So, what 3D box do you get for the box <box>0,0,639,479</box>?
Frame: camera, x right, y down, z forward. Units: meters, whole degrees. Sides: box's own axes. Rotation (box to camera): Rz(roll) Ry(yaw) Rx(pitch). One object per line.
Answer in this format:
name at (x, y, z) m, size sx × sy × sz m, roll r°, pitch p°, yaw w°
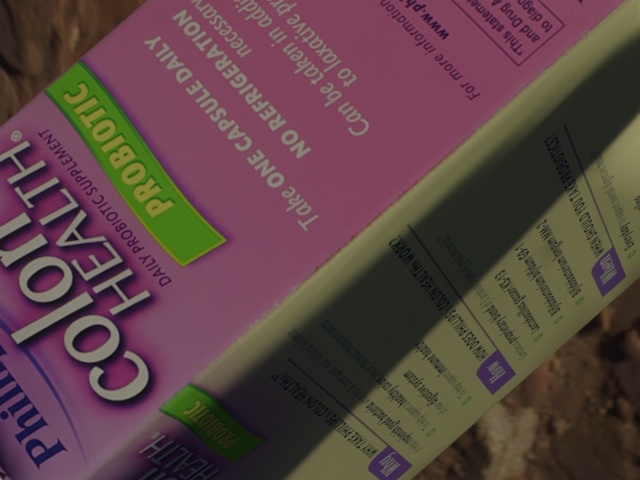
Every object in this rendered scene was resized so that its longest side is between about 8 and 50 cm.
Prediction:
box at (0.000, 0.000, 0.631) m, size 0.243 × 0.213 × 0.117 m, roll -42°, pitch 65°, yaw 0°
